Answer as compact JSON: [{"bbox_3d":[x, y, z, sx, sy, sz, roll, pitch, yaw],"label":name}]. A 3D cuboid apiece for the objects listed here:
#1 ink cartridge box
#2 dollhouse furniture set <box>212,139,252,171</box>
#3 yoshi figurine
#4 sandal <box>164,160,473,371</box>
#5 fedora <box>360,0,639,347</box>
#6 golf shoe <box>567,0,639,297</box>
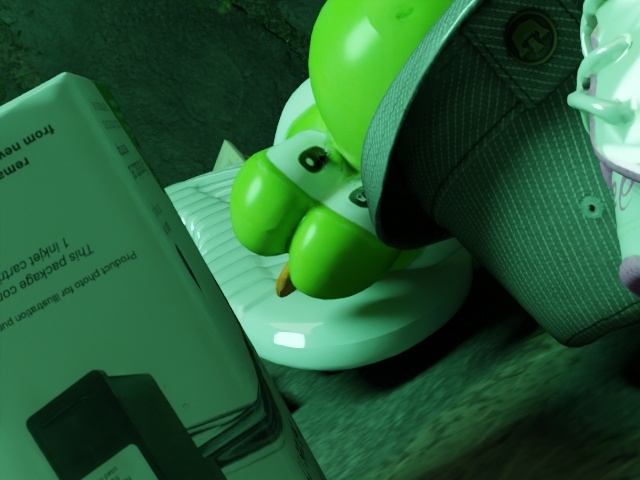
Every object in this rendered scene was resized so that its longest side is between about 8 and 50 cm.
[{"bbox_3d":[-0.066,0.054,0.465,0.086,0.208,0.153,-29,7,-2],"label":"ink cartridge box"},{"bbox_3d":[0.000,0.000,1.234,0.161,0.181,0.101,50,123,51],"label":"dollhouse furniture set"},{"bbox_3d":[0.086,-0.098,0.720,0.203,0.203,0.362,3,27,28],"label":"yoshi figurine"},{"bbox_3d":[-0.005,0.023,0.887,0.169,0.102,0.416,-19,18,-10],"label":"sandal"},{"bbox_3d":[0.147,-0.055,0.491,0.275,0.124,0.243,-42,-18,19],"label":"fedora"},{"bbox_3d":[0.099,-0.070,0.314,0.140,0.306,0.115,-38,-24,12],"label":"golf shoe"}]
